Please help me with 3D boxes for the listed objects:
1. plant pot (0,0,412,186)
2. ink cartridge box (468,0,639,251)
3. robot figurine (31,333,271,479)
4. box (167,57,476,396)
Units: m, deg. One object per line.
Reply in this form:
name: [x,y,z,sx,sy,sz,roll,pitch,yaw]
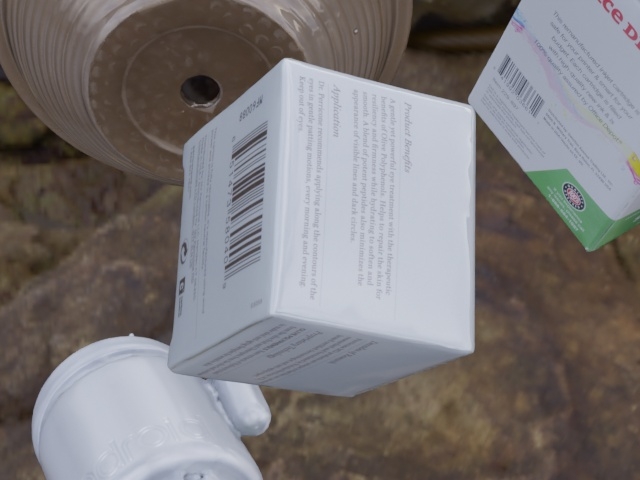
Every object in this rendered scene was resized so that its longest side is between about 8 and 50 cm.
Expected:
plant pot: [-0.065,-0.109,0.792,0.237,0.237,0.109,4,38,-6]
ink cartridge box: [0.208,-0.117,1.018,0.093,0.212,0.154,-27,70,-25]
robot figurine: [-0.187,0.235,1.570,0.300,0.199,0.353,-35,40,-6]
box: [0.000,0.000,0.575,0.087,0.102,0.101,11,69,-25]
